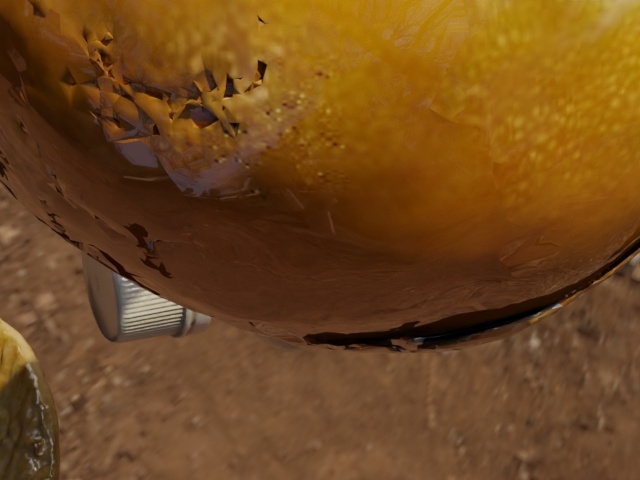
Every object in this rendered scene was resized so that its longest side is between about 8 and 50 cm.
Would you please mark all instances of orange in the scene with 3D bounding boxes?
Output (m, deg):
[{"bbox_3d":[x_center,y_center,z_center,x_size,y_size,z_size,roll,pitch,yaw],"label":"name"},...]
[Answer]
[{"bbox_3d":[0.006,-0.093,0.497,0.240,0.240,0.240,2,100,13],"label":"orange"}]

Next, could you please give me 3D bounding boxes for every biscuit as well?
[{"bbox_3d":[-0.216,0.154,1.197,0.144,0.033,0.224,19,89,33],"label":"biscuit"}]

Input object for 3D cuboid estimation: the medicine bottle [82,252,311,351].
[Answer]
[{"bbox_3d":[0.000,0.000,1.072,0.252,0.114,0.114,-10,99,-21],"label":"medicine bottle"}]
